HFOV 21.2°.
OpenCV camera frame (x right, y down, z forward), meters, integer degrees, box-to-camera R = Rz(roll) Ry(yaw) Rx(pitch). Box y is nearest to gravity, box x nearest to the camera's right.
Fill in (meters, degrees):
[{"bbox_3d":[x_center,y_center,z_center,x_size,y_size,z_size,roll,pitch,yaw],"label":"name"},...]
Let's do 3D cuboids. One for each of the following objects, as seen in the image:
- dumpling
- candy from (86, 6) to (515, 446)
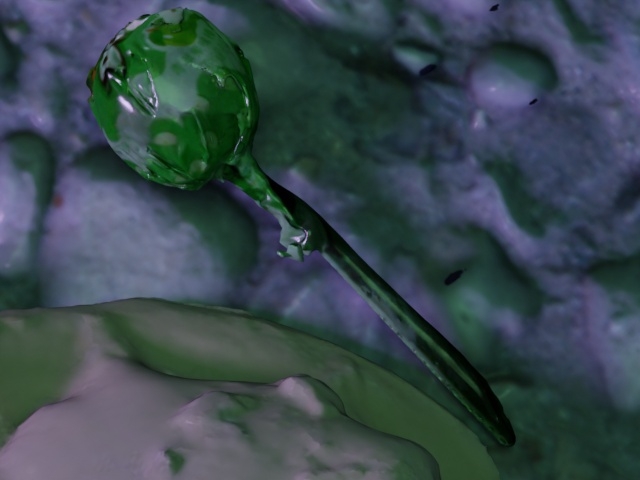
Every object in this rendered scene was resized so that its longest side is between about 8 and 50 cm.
[{"bbox_3d":[-0.033,0.168,0.875,0.395,0.233,0.315,38,42,15],"label":"dumpling"},{"bbox_3d":[-0.001,0.001,0.960,0.323,0.097,0.097,45,74,-5],"label":"candy"}]
